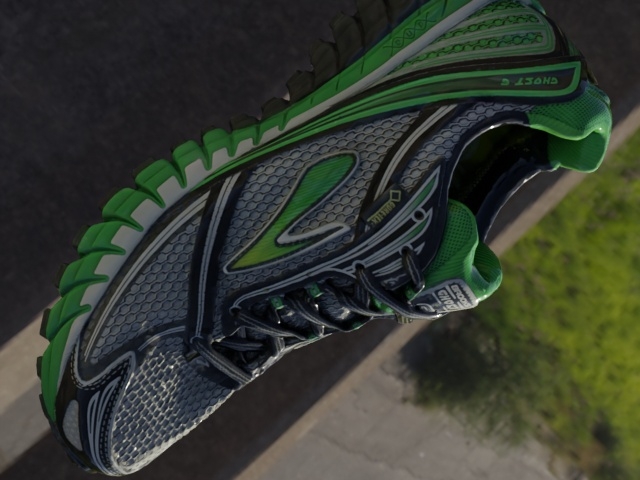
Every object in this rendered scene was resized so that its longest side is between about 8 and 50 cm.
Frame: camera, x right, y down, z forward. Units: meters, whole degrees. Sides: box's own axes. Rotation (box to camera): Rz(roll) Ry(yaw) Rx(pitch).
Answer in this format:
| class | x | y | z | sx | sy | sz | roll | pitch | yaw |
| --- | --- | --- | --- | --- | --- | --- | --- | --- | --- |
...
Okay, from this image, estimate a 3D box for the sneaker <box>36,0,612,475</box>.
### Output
| class | x | y | z | sx | sy | sz | roll | pitch | yaw |
| --- | --- | --- | --- | --- | --- | --- | --- | --- | --- |
| sneaker | 0.000 | 0.000 | 0.571 | 0.343 | 0.146 | 0.134 | -43 | 151 | 0 |
